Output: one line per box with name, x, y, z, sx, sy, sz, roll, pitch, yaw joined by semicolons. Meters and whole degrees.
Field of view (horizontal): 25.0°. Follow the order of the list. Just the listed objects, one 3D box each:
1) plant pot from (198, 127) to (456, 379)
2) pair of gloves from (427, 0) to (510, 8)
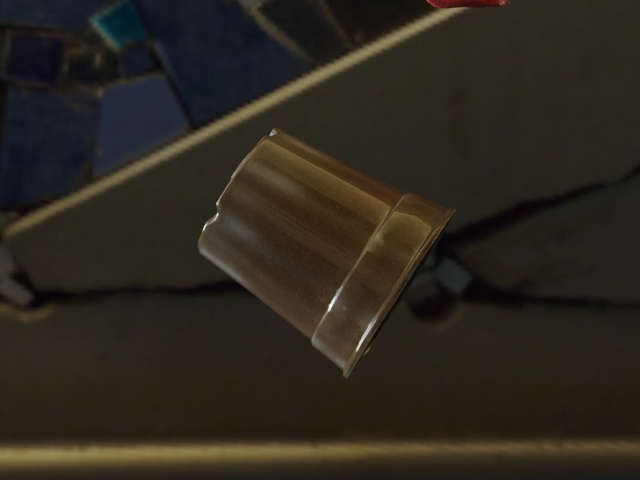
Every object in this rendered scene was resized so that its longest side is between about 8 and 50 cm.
plant pot;0.000;0.000;1.195;0.165;0.167;0.167;33;-158;5
pair of gloves;0.090;-0.130;0.401;0.198;0.023;0.159;-25;-146;7
